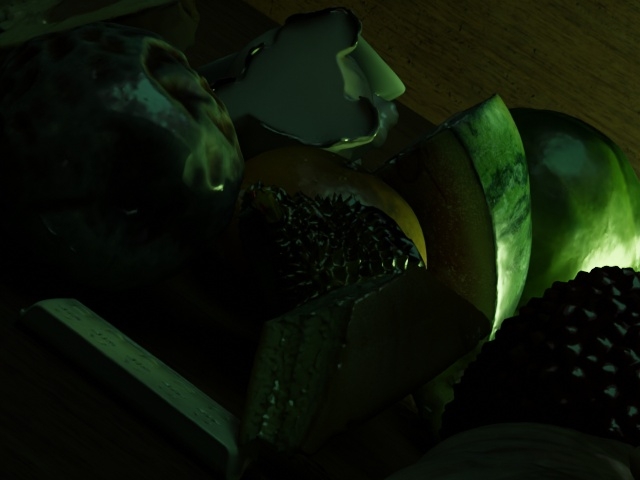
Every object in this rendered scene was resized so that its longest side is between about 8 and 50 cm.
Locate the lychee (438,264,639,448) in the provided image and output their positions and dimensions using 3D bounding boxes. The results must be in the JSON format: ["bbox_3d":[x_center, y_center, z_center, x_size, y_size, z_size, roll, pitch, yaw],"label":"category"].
[{"bbox_3d":[0.233,0.172,1.421,0.276,0.304,0.276,6,-6,1],"label":"lychee"}]

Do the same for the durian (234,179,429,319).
[{"bbox_3d":[0.015,0.024,1.552,0.193,0.138,0.237,56,-8,44],"label":"durian"}]

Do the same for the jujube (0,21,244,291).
[{"bbox_3d":[-0.186,-0.083,1.551,0.247,0.215,0.308,23,10,-21],"label":"jujube"}]

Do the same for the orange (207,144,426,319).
[{"bbox_3d":[0.000,0.000,1.761,0.240,0.171,0.240,29,13,-7],"label":"orange"}]

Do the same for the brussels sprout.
[{"bbox_3d":[0.286,-0.014,2.243,0.289,0.281,0.354,18,-26,48],"label":"brussels sprout"}]

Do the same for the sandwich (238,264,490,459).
[{"bbox_3d":[0.030,0.082,1.378,0.094,0.096,0.258,-10,10,39],"label":"sandwich"}]

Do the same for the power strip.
[{"bbox_3d":[-0.131,0.116,1.350,0.253,0.027,0.060,35,13,16],"label":"power strip"}]

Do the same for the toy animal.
[{"bbox_3d":[-0.036,-0.146,2.184,0.258,0.193,0.357,1,-13,-7],"label":"toy animal"}]

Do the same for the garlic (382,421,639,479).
[{"bbox_3d":[0.164,0.245,1.150,0.322,0.241,0.322,27,-9,4],"label":"garlic"}]

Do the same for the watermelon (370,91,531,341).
[{"bbox_3d":[0.131,-0.025,1.897,0.201,0.261,0.213,-3,18,21],"label":"watermelon"}]

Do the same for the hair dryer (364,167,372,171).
[{"bbox_3d":[0.115,0.058,1.983,0.203,0.128,0.362,20,24,-41],"label":"hair dryer"}]

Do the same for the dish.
[{"bbox_3d":[-0.030,-0.192,2.369,0.182,0.243,0.080,43,38,-42],"label":"dish"}]

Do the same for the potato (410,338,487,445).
[{"bbox_3d":[0.135,0.151,1.694,0.117,0.090,0.225,34,18,-16],"label":"potato"}]

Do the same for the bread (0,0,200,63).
[{"bbox_3d":[-0.262,-0.276,2.122,0.224,0.211,0.183,30,19,-29],"label":"bread"}]
